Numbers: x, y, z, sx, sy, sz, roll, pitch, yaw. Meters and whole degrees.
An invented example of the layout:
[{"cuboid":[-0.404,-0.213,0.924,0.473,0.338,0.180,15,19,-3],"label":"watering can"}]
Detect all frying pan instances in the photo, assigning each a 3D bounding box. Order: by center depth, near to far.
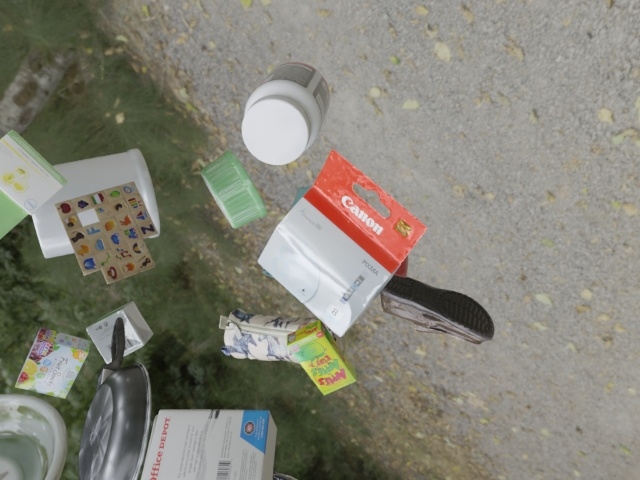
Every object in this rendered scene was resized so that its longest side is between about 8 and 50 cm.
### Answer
[{"cuboid":[-0.285,0.209,0.780,0.053,0.326,0.197,18,137,-33],"label":"frying pan"}]

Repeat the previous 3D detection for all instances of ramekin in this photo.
[{"cuboid":[-0.351,-0.195,2.215,0.303,0.148,0.303,57,170,15],"label":"ramekin"}]

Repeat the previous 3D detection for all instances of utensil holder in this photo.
[{"cuboid":[-0.801,-0.130,1.954,0.327,0.385,0.328,45,142,50],"label":"utensil holder"}]

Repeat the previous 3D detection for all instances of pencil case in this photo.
[{"cuboid":[-0.112,0.303,1.725,0.410,0.160,0.183,0,166,29],"label":"pencil case"}]

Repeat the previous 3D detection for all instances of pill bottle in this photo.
[{"cuboid":[-0.093,-0.356,1.538,0.210,0.363,0.210,3,119,6],"label":"pill bottle"}]

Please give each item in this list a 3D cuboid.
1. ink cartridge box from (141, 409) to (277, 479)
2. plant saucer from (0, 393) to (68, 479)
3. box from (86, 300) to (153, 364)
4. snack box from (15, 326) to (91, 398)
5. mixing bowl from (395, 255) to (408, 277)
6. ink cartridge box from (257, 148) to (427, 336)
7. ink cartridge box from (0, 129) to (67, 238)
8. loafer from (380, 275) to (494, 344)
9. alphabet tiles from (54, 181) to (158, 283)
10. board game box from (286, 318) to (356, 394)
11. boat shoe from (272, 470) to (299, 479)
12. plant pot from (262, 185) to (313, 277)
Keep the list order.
[{"cuboid":[-0.186,0.376,0.952,0.203,0.148,0.086,-2,141,7],"label":"ink cartridge box"},{"cuboid":[-0.629,0.449,0.959,0.400,0.400,0.101,16,130,34],"label":"plant saucer"},{"cuboid":[-0.470,0.215,1.307,0.102,0.101,0.087,62,-179,-7],"label":"box"},{"cuboid":[-0.538,0.249,1.119,0.100,0.037,0.141,22,115,-25],"label":"snack box"},{"cuboid":[0.173,0.026,1.535,0.181,0.098,0.181,21,-176,-2],"label":"mixing bowl"},{"cuboid":[0.039,0.017,1.392,0.308,0.091,0.385,42,129,12],"label":"ink cartridge box"},{"cuboid":[-0.754,-0.121,1.315,0.171,0.235,0.056,50,158,-27],"label":"ink cartridge box"},{"cuboid":[0.348,0.220,1.697,0.365,0.134,0.130,25,133,13],"label":"loafer"},{"cuboid":[-0.506,-0.018,1.356,0.237,0.198,0.009,61,151,13],"label":"alphabet tiles"},{"cuboid":[0.004,0.282,1.329,0.092,0.043,0.181,-27,117,11],"label":"board game box"},{"cuboid":[-0.181,0.680,1.515,0.340,0.127,0.158,12,155,5],"label":"boat shoe"},{"cuboid":[0.000,0.000,1.984,0.340,0.334,0.341,15,172,2],"label":"plant pot"}]
